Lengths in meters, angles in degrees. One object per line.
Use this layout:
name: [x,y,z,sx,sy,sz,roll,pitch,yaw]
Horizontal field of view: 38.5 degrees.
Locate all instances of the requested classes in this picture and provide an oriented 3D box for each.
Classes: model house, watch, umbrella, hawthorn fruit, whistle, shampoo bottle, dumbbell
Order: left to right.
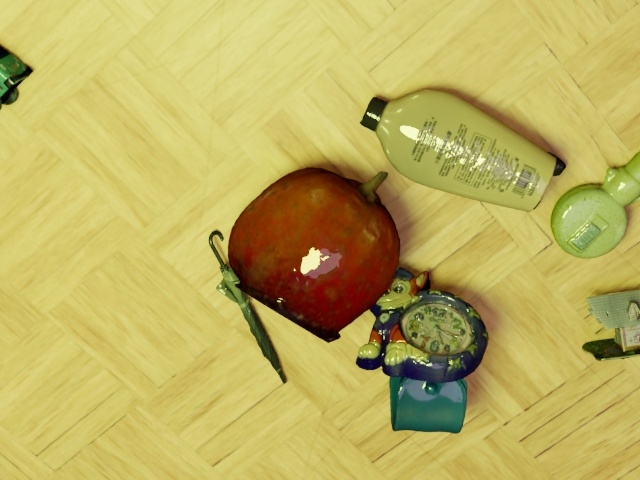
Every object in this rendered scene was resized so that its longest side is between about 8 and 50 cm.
umbrella: [-0.112,0.108,1.342,0.044,0.044,0.269,-7,115,37]
hawthorn fruit: [0.000,0.000,1.208,0.215,0.215,0.249,37,110,-13]
watch: [0.144,0.169,1.296,0.171,0.196,0.200,8,134,9]
shampoo bottle: [0.175,-0.123,1.210,0.257,0.078,0.127,24,113,1]
dumbbell: [0.299,-0.081,1.256,0.040,0.036,0.083,29,110,-10]
whistle: [0.402,-0.057,1.252,0.104,0.057,0.198,38,109,-14]
model house: [0.456,0.109,1.303,0.167,0.117,0.088,-8,96,6]

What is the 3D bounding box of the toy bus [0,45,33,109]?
toy bus: [-0.465,-0.191,1.205,0.160,0.079,0.092,-39,106,17]
